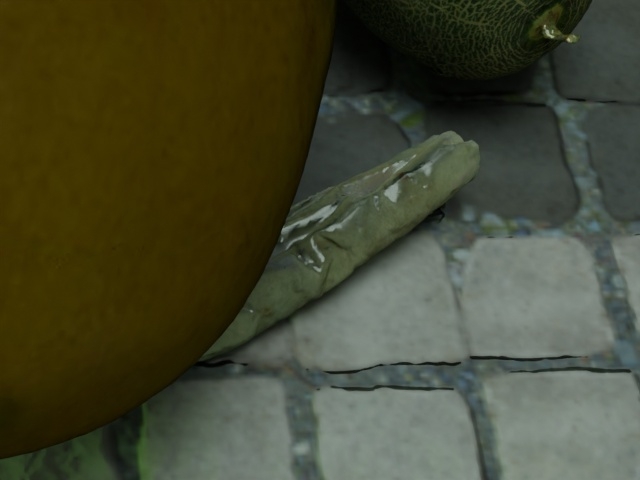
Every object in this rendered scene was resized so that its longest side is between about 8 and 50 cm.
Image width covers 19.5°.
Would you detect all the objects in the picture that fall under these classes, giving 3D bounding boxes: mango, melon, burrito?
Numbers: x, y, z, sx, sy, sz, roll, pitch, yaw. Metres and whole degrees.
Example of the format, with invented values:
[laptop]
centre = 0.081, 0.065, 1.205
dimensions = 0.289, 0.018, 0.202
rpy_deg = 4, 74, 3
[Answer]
[mango]
centre = -0.134, -0.112, 0.773
dimensions = 0.300, 0.232, 0.446
rpy_deg = 27, 52, -31
[melon]
centre = 0.071, -0.159, 0.962
dimensions = 0.139, 0.139, 0.192
rpy_deg = -23, 58, -26
[burrito]
centre = 0.000, 0.000, 0.889
dimensions = 0.185, 0.041, 0.045
rpy_deg = -34, 75, -28
